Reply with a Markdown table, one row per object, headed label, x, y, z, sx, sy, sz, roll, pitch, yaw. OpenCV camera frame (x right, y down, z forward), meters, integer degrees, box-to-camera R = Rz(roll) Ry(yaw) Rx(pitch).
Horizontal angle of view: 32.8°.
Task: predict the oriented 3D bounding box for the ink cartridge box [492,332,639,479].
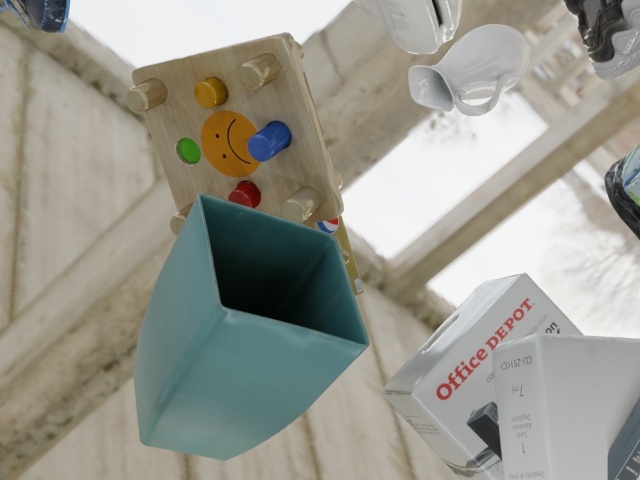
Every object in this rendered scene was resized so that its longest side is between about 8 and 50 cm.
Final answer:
| label | x | y | z | sx | sy | sz | roll | pitch | yaw |
| --- | --- | --- | --- | --- | --- | --- | --- | --- | --- |
| ink cartridge box | 0.283 | 0.212 | 0.867 | 0.296 | 0.066 | 0.261 | 5 | -106 | -26 |

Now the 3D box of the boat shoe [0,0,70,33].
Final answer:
| label | x | y | z | sx | sy | sz | roll | pitch | yaw |
| --- | --- | --- | --- | --- | --- | --- | --- | --- | --- |
| boat shoe | -0.405 | -0.354 | 1.447 | 0.089 | 0.109 | 0.258 | 2 | -146 | -36 |

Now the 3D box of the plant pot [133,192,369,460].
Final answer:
| label | x | y | z | sx | sy | sz | roll | pitch | yaw |
| --- | --- | --- | --- | --- | --- | --- | --- | --- | --- |
| plant pot | -0.095 | 0.107 | 1.117 | 0.165 | 0.234 | 0.166 | 18 | -145 | -28 |

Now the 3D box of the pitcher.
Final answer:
| label | x | y | z | sx | sy | sz | roll | pitch | yaw |
| --- | --- | --- | --- | --- | --- | --- | --- | --- | --- |
| pitcher | 0.287 | -0.293 | 1.927 | 0.177 | 0.207 | 0.126 | 40 | 149 | 39 |

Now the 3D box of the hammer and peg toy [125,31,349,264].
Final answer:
| label | x | y | z | sx | sy | sz | roll | pitch | yaw |
| --- | --- | --- | --- | --- | --- | --- | --- | --- | --- |
| hammer and peg toy | -0.091 | -0.085 | 1.467 | 0.127 | 0.265 | 0.361 | -43 | -60 | -55 |

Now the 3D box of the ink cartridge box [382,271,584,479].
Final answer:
| label | x | y | z | sx | sy | sz | roll | pitch | yaw |
| --- | --- | --- | --- | --- | --- | --- | --- | --- | --- |
| ink cartridge box | 0.236 | 0.199 | 1.227 | 0.273 | 0.197 | 0.114 | 46 | 165 | -3 |

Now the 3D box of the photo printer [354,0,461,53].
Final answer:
| label | x | y | z | sx | sy | sz | roll | pitch | yaw |
| --- | --- | --- | --- | --- | --- | --- | --- | --- | --- |
| photo printer | 0.049 | -0.372 | 1.283 | 0.307 | 0.107 | 0.256 | 53 | 180 | 29 |

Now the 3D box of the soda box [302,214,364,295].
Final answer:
| label | x | y | z | sx | sy | sz | roll | pitch | yaw |
| --- | --- | --- | --- | --- | --- | --- | --- | --- | --- |
| soda box | 0.000 | 0.000 | 1.552 | 0.058 | 0.061 | 0.181 | -20 | -84 | -38 |

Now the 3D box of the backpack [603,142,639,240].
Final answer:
| label | x | y | z | sx | sy | sz | roll | pitch | yaw |
| --- | --- | --- | --- | --- | --- | --- | --- | --- | --- |
| backpack | 0.584 | -0.090 | 1.459 | 0.290 | 0.355 | 0.273 | 50 | -149 | 8 |

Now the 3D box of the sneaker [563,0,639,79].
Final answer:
| label | x | y | z | sx | sy | sz | roll | pitch | yaw |
| --- | --- | --- | --- | --- | --- | --- | --- | --- | --- |
| sneaker | 0.339 | -0.303 | 1.205 | 0.153 | 0.101 | 0.268 | 59 | 161 | 17 |
